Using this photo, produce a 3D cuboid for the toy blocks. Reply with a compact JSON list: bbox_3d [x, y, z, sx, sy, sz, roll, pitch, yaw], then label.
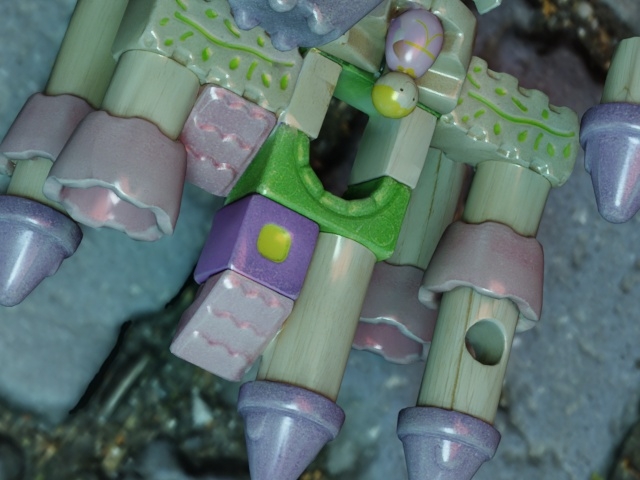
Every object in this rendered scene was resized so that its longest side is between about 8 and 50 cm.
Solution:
[{"bbox_3d":[0.000,0.000,0.930,0.289,0.309,0.260,27,67,-23],"label":"toy blocks"}]
